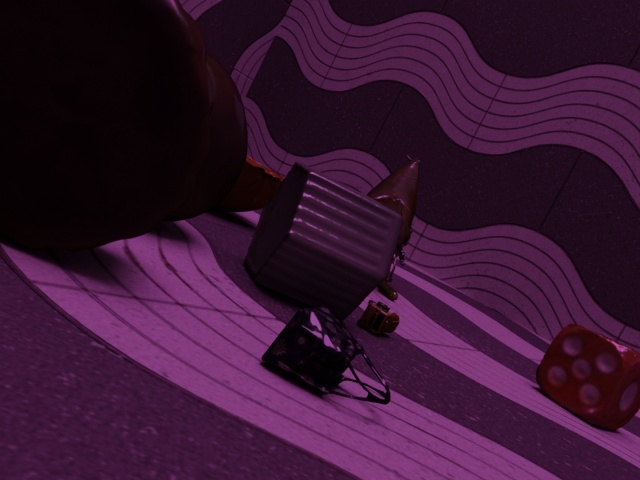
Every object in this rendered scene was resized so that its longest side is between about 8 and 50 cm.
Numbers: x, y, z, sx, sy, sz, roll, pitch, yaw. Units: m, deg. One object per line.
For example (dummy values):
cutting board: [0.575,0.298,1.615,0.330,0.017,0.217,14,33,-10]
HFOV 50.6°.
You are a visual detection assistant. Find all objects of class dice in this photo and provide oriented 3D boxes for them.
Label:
dice: [0.592,0.292,1.463,0.174,0.174,0.179,21,4,-43]

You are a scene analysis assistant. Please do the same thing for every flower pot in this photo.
flower pot: [0.000,0.000,1.170,0.190,0.239,0.209,27,38,-19]

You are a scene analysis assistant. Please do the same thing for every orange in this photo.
orange: [-0.229,-0.192,1.708,0.274,0.274,0.310,30,-28,31]

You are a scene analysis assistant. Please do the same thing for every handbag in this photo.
handbag: [0.022,0.135,0.755,0.139,0.072,0.115,33,5,15]

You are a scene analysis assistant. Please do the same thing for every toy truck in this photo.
toy truck: [0.105,0.140,1.208,0.054,0.049,0.083,31,5,24]

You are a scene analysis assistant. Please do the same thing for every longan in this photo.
longan: [-0.297,-0.198,1.178,0.361,0.360,0.361,27,6,-3]

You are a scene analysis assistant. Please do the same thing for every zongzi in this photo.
zongzi: [0.198,-0.093,1.822,0.182,0.418,0.447,33,-8,-3]

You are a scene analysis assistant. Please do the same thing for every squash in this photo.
squash: [0.174,0.131,1.730,0.028,0.027,0.083,24,6,-27]

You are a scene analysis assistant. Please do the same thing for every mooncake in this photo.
mooncake: [-0.278,-0.155,0.760,0.324,0.323,0.187,26,2,-14]
